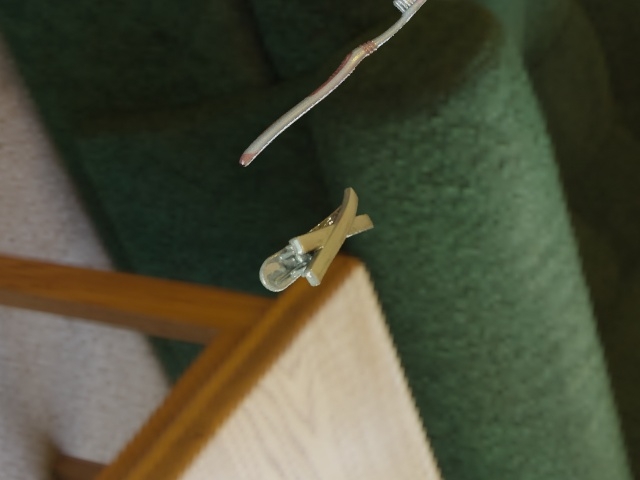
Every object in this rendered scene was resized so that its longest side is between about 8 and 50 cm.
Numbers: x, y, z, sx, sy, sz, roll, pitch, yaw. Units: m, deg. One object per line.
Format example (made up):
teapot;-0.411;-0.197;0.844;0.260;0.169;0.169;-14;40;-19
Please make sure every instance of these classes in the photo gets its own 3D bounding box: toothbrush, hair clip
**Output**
toothbrush;0.011;-0.116;1.203;0.019;0.013;0.193;47;72;-7
hair clip;-0.001;-0.001;1.041;0.115;0.039;0.030;-39;109;-60
